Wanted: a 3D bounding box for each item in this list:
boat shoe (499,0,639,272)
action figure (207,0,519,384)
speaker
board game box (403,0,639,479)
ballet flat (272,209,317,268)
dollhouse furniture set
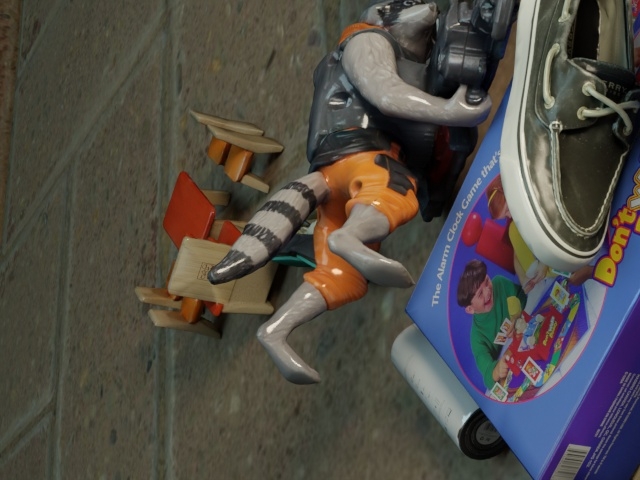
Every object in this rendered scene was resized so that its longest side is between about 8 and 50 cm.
[{"bbox_3d":[0.166,-0.090,0.748,0.070,0.077,0.219,-30,51,56],"label":"boat shoe"},{"bbox_3d":[0.042,-0.093,0.920,0.341,0.178,0.330,104,-179,-55],"label":"action figure"},{"bbox_3d":[0.109,0.122,0.966,0.136,0.055,0.055,49,122,57],"label":"speaker"},{"bbox_3d":[0.202,-0.031,0.826,0.347,0.078,0.233,-67,29,20],"label":"board game box"},{"bbox_3d":[0.000,0.000,1.210,0.203,0.074,0.074,12,89,65],"label":"ballet flat"},{"bbox_3d":[-0.146,-0.008,1.414,0.259,0.135,0.262,44,118,59],"label":"dollhouse furniture set"}]
